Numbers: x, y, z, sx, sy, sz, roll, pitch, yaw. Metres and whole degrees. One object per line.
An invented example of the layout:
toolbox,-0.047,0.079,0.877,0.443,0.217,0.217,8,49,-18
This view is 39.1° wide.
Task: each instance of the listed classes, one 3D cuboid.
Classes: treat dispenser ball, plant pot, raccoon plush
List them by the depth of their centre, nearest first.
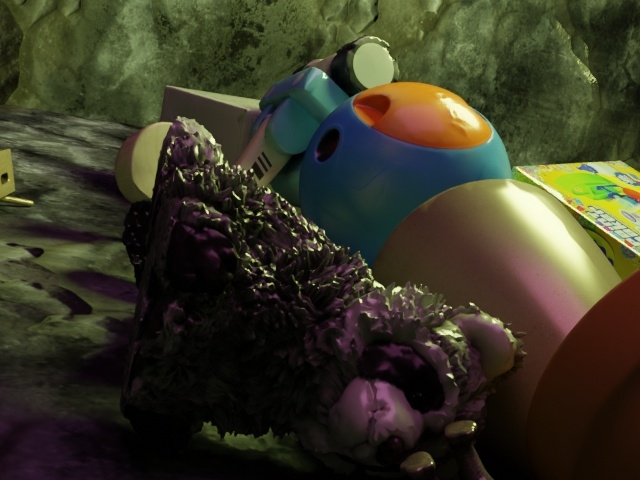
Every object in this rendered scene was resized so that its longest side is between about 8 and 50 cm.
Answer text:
plant pot,0.316,0.161,0.616,0.291,0.291,0.203,7,28,-21
raccoon plush,-0.001,0.021,0.811,0.299,0.216,0.446,12,43,-14
plant pot,0.202,0.110,0.846,0.256,0.256,0.274,8,22,-19
treat dispenser ball,0.114,-0.069,1.223,0.288,0.288,0.288,11,11,-2

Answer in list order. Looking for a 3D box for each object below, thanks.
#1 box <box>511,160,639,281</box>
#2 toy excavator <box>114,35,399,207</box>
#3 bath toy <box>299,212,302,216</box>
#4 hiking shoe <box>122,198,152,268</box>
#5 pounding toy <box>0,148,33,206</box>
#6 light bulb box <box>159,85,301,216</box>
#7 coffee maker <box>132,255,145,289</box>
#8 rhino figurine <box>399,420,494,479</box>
box,0.427,0.035,1.290,0.279,0.177,0.290,-7,38,-40
toy excavator,-0.056,-0.145,1.501,0.433,0.445,0.222,41,-22,-21
bath toy,0.000,0.000,1.397,0.151,0.129,0.348,53,29,18
hiking shoe,-0.127,0.037,1.183,0.304,0.113,0.132,28,10,24
pounding toy,-0.539,-0.090,1.422,0.130,0.100,0.141,-4,10,-4
light bulb box,-0.100,-0.163,1.835,0.361,0.225,0.358,4,13,-35
coffee maker,-0.140,0.072,0.993,0.171,0.120,0.178,-11,8,7
rhino figurine,0.107,0.211,0.555,0.073,0.106,0.243,-19,13,2
